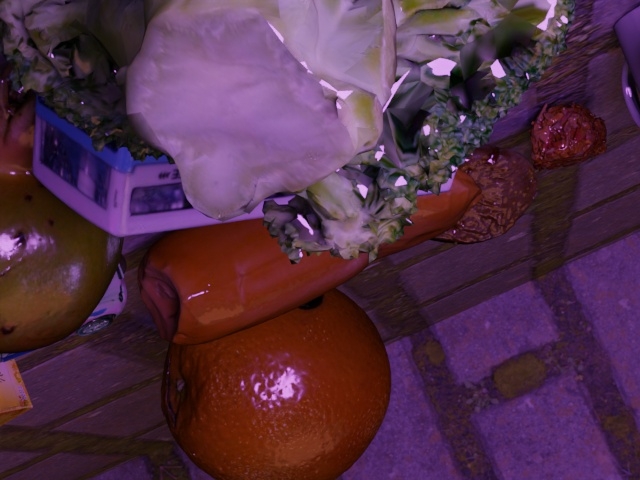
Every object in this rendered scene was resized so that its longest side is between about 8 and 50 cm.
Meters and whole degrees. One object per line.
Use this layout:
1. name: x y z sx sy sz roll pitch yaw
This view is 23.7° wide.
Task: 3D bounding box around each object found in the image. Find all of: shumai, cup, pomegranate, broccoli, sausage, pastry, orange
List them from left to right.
1. pomegranate: -0.195 -0.023 0.939 0.159 0.159 0.205 -14 141 -41
2. orange: -0.054 0.169 1.790 0.274 0.274 0.274 -23 169 -5
3. broccoli: -0.011 -0.121 0.561 0.269 0.261 0.242 -30 -152 36
4. sausage: -0.002 -0.004 1.472 0.353 0.116 0.134 -22 155 -25
5. shumai: 0.147 -0.061 1.628 0.139 0.105 0.123 -18 127 -24
6. pastry: 0.266 -0.115 1.654 0.087 0.063 0.169 -17 176 12
7. cup: 0.339 -0.154 1.420 0.099 0.133 0.136 -21 169 2

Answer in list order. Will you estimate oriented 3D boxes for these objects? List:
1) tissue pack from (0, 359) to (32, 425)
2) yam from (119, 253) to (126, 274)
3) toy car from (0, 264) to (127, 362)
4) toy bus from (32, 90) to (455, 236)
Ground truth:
1. tissue pack: -0.376 0.159 1.501 0.176 0.095 0.062 -30 167 30
2. yam: -0.208 0.024 1.356 0.043 0.043 0.094 -26 167 13
3. toy car: -0.266 0.050 1.240 0.224 0.090 0.076 -20 162 -20
4. toy bus: -0.027 -0.088 0.908 0.297 0.106 0.131 -10 123 -44
